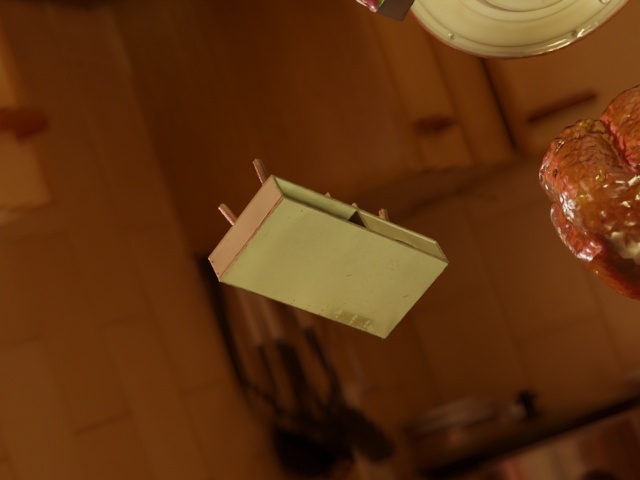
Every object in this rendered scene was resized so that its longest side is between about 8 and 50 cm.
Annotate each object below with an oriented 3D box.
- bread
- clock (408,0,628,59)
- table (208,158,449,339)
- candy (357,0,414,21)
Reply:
[{"bbox_3d":[0.340,-0.044,1.905,0.232,0.246,0.135,-46,22,18],"label":"bread"},{"bbox_3d":[0.227,-0.342,2.166,0.318,0.318,0.080,-20,37,0],"label":"clock"},{"bbox_3d":[0.000,0.000,2.117,0.240,0.111,0.121,22,-62,-37],"label":"table"},{"bbox_3d":[0.125,-0.371,1.997,0.061,0.088,0.312,16,-69,-46],"label":"candy"}]
